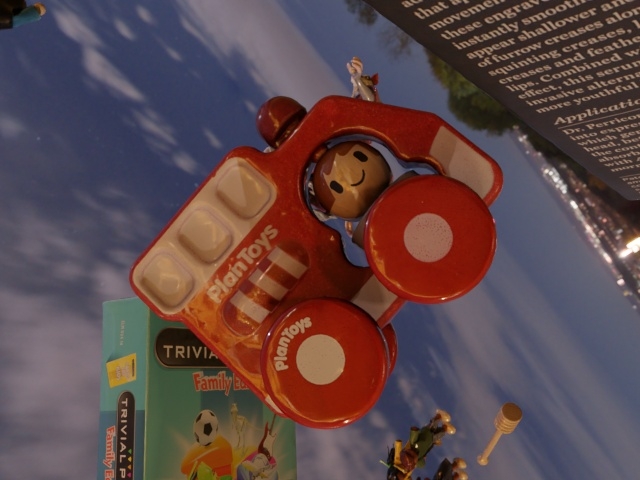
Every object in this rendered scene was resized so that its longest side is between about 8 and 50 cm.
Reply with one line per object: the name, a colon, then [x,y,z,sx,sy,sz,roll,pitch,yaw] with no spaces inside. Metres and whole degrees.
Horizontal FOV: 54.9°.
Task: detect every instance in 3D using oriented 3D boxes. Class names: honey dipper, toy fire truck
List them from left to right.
toy fire truck: [0.000,0.000,0.555,0.254,0.302,0.169,40,-177,11]
honey dipper: [0.254,0.289,0.899,0.030,0.161,0.031,4,-134,-4]

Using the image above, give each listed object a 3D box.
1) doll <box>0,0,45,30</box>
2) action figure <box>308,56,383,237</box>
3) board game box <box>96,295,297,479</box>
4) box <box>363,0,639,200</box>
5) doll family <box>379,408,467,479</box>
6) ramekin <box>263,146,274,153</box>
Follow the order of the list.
doll: [-0.406,-0.299,0.755,0.128,0.046,0.189,-1,-123,-15]
action figure: [0.083,-0.232,1.403,0.275,0.248,0.370,33,-114,-22]
board game box: [-0.129,0.244,0.708,0.253,0.079,0.337,17,-113,-55]
box: [0.212,-0.228,0.366,0.395,0.211,0.294,19,-110,-41]
doll family: [0.135,0.321,0.827,0.111,0.076,0.193,-33,-70,-36]
ramekin: [-0.113,-0.112,1.494,0.108,0.207,0.207,21,-149,-17]
